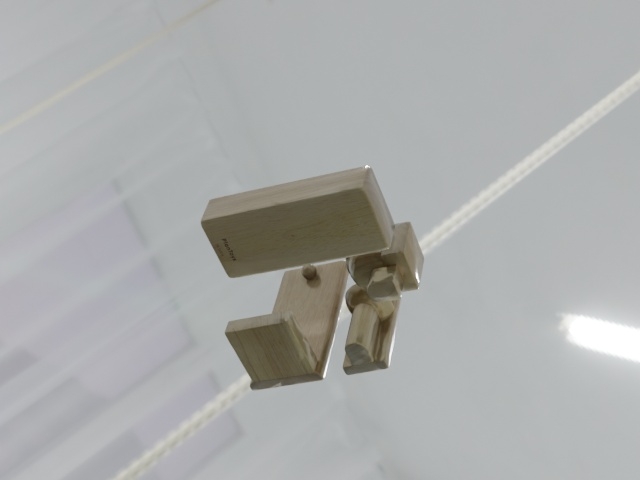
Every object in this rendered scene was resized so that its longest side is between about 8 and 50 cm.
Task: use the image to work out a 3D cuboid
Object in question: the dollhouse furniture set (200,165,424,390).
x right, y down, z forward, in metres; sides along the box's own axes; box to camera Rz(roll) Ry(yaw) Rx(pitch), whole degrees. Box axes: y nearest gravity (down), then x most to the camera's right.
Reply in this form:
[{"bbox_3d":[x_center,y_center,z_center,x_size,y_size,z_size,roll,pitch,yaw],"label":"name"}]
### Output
[{"bbox_3d":[0.000,0.000,0.784,0.144,0.123,0.151,-11,-55,21],"label":"dollhouse furniture set"}]
